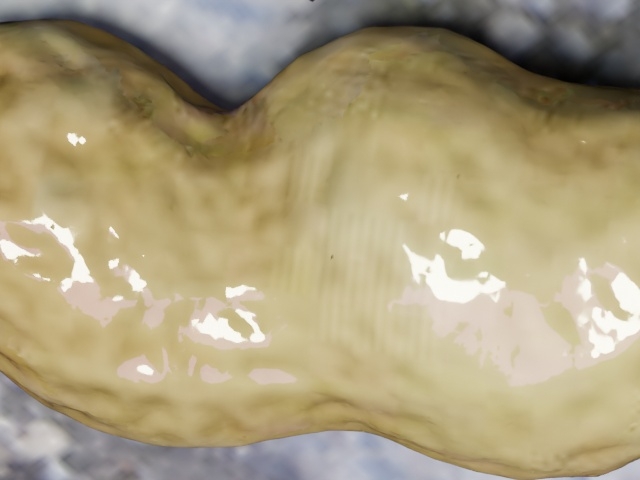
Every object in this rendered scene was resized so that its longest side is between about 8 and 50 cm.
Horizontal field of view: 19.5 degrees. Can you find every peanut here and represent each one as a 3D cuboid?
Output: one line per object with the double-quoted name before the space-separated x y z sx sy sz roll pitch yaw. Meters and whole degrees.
"peanut" 0.000 0.000 0.434 0.228 0.085 0.104 3 112 4
